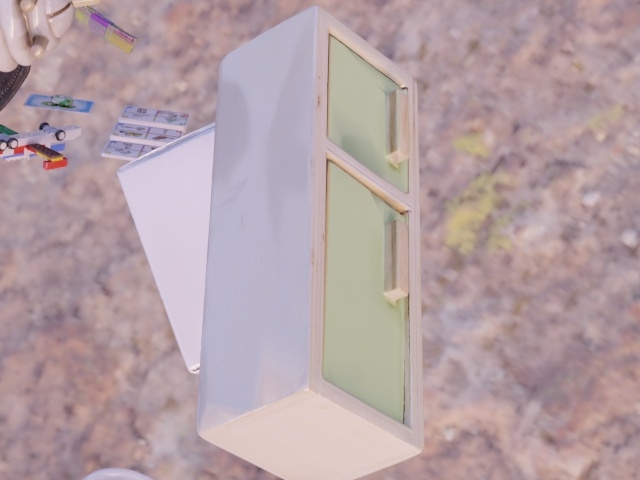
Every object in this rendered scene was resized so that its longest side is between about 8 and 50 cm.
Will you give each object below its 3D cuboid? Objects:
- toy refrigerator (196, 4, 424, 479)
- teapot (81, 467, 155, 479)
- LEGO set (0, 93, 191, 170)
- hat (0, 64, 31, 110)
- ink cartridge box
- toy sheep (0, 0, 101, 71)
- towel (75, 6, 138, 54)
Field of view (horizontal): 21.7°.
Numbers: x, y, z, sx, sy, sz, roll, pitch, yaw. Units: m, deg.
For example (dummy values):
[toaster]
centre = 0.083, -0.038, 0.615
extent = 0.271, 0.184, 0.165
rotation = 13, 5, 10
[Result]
[toy refrigerator]
centre = 0.000, 0.000, 0.993
extent = 0.094, 0.102, 0.269
rotation = -26, 47, 34
[teapot]
centre = -0.251, 0.347, 1.504
extent = 0.252, 0.256, 0.187
rotation = -44, 83, 15
[LEGO set]
centre = -0.273, -0.108, 1.819
extent = 0.182, 0.244, 0.060
rotation = -86, 3, -69
[hat]
centre = -0.463, -0.258, 1.770
extent = 0.331, 0.134, 0.331
rotation = 1, 95, 18
[ink cartridge box]
centre = -0.069, 0.020, 1.569
extent = 0.117, 0.278, 0.201
rotation = -23, 79, 9
[toy sheep]
centre = -0.212, -0.154, 1.118
extent = 0.132, 0.091, 0.091
rotation = -3, 64, 1
[towel]
centre = -0.259, -0.256, 2.016
extent = 0.009, 0.083, 0.060
rotation = -58, 4, -15
